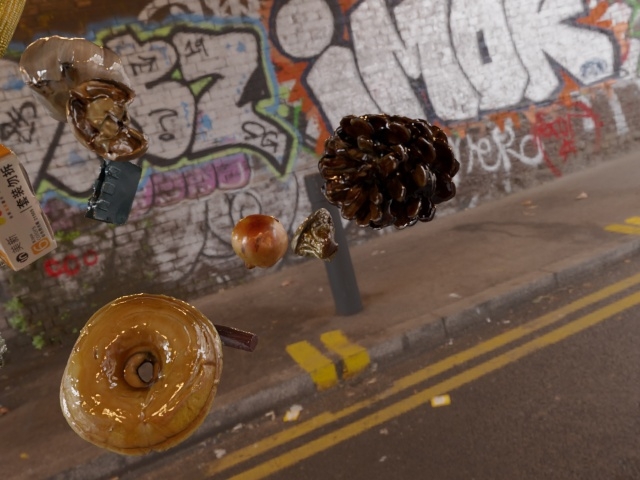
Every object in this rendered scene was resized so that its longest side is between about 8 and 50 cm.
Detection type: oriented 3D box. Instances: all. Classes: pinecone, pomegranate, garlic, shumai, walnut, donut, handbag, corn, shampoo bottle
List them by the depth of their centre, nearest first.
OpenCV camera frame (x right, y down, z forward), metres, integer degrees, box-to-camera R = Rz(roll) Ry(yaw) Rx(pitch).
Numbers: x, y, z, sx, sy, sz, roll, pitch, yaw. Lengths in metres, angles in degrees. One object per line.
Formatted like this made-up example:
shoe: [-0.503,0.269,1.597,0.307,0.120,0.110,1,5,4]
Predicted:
pinecone: [0.138,-0.142,1.154,0.295,0.242,0.298,-5,1,-43]
shumai: [-0.003,0.002,1.444,0.116,0.146,0.145,37,37,24]
donut: [-0.487,0.356,1.495,0.448,0.449,0.198,-18,-20,-19]
corn: [-0.885,-0.607,1.499,0.081,0.249,0.081,14,-11,3]
walnut: [-0.601,-0.322,1.505,0.203,0.238,0.141,-11,-11,-39]
garlic: [-0.733,-0.480,1.650,0.321,0.241,0.322,20,-13,5]
shampoo bottle: [-0.334,0.325,1.866,0.236,0.068,0.067,10,23,18]
handbag: [-0.719,-0.174,1.876,0.062,0.229,0.179,14,-4,19]
pomegranate: [-0.221,0.000,1.986,0.208,0.209,0.209,-14,10,3]

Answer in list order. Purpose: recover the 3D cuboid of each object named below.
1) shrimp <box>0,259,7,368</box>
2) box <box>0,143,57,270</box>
shrimp: [-0.797,0.146,1.246,0.068,0.287,0.185,-9,-19,26]
box: [-0.598,-0.098,0.939,0.273,0.221,0.091,27,51,27]
